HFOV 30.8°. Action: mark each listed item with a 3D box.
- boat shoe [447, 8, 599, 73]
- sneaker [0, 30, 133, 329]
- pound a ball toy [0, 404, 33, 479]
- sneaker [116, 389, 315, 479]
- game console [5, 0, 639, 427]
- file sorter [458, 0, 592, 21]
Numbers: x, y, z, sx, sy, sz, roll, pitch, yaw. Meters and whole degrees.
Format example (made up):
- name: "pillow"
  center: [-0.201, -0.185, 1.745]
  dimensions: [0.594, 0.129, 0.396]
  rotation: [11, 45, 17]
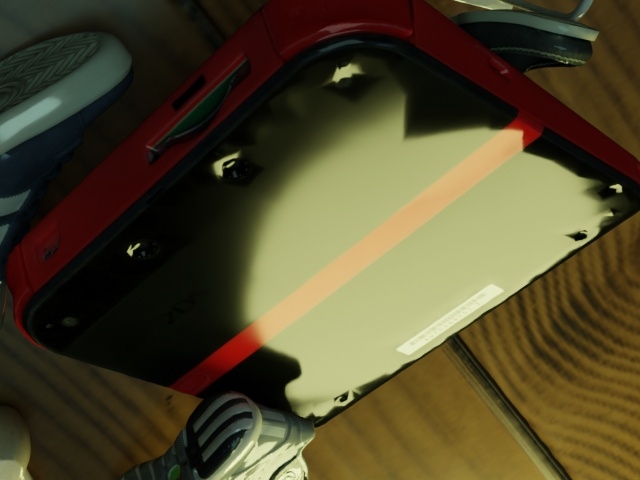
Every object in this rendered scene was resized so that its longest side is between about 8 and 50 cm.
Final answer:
- name: "boat shoe"
  center: [0.118, -0.126, 0.853]
  dimensions: [0.084, 0.233, 0.079]
  rotation: [6, 91, -28]
- name: "sneaker"
  center: [-0.259, -0.011, 0.877]
  dimensions: [0.350, 0.131, 0.148]
  rotation: [-36, 119, 7]
- name: "pound a ball toy"
  center: [-0.291, 0.325, 0.968]
  dimensions: [0.208, 0.136, 0.319]
  rotation: [-20, 112, -5]
- name: "sneaker"
  center: [-0.084, 0.216, 0.992]
  dimensions: [0.132, 0.086, 0.228]
  rotation: [15, 134, -38]
- name: "game console"
  center: [0.000, 0.000, 0.850]
  dimensions: [0.342, 0.060, 0.386]
  rotation: [24, 130, -40]
- name: "file sorter"
  center: [0.061, -0.278, 0.826]
  dimensions: [0.277, 0.173, 0.193]
  rotation: [10, 105, -15]
